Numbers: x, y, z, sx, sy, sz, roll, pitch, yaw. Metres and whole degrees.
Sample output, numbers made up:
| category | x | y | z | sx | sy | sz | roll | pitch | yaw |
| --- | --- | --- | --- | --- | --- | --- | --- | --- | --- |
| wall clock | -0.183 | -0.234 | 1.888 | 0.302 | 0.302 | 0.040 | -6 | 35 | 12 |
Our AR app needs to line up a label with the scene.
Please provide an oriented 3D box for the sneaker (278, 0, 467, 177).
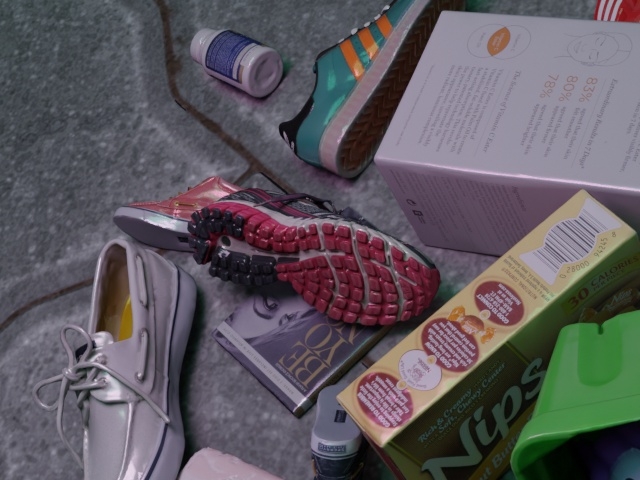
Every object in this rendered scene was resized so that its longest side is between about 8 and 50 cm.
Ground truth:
| category | x | y | z | sx | sy | sz | roll | pitch | yaw |
| --- | --- | --- | --- | --- | --- | --- | --- | --- | --- |
| sneaker | 0.060 | -0.220 | 1.880 | 0.121 | 0.108 | 0.302 | 26 | 72 | 32 |

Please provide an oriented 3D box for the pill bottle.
| category | x | y | z | sx | sy | sz | roll | pitch | yaw |
| --- | --- | --- | --- | --- | --- | --- | --- | --- | --- |
| pill bottle | -0.110 | -0.233 | 1.999 | 0.120 | 0.067 | 0.067 | 28 | 72 | 37 |

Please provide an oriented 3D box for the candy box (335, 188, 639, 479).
| category | x | y | z | sx | sy | sz | roll | pitch | yaw |
| --- | --- | --- | --- | --- | --- | --- | --- | --- | --- |
| candy box | 0.186 | 0.118 | 1.522 | 0.316 | 0.183 | 0.087 | -39 | 48 | -5 |

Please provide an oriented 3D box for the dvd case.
| category | x | y | z | sx | sy | sz | roll | pitch | yaw |
| --- | --- | --- | --- | --- | --- | --- | --- | --- | --- |
| dvd case | 0.003 | 0.076 | 1.751 | 0.221 | 0.018 | 0.164 | -43 | 50 | -8 |

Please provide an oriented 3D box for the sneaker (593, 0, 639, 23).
| category | x | y | z | sx | sy | sz | roll | pitch | yaw |
| --- | --- | --- | --- | --- | --- | --- | --- | --- | --- |
| sneaker | 0.405 | -0.305 | 1.792 | 0.221 | 0.087 | 0.128 | -40 | 50 | -7 |

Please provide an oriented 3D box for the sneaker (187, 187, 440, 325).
| category | x | y | z | sx | sy | sz | roll | pitch | yaw |
| --- | --- | --- | --- | --- | --- | --- | --- | --- | --- |
| sneaker | 0.000 | 0.000 | 1.726 | 0.299 | 0.121 | 0.112 | 19 | 34 | 27 |

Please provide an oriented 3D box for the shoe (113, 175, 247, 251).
| category | x | y | z | sx | sy | sz | roll | pitch | yaw |
| --- | --- | --- | --- | --- | --- | --- | --- | --- | --- |
| shoe | -0.160 | -0.035 | 1.885 | 0.178 | 0.063 | 0.081 | 10 | 60 | 25 |

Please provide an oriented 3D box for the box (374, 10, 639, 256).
| category | x | y | z | sx | sy | sz | roll | pitch | yaw |
| --- | --- | --- | --- | --- | --- | --- | --- | --- | --- |
| box | 0.269 | -0.104 | 1.655 | 0.345 | 0.168 | 0.215 | 9 | 61 | 31 |

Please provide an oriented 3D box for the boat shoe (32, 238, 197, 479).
| category | x | y | z | sx | sy | sz | roll | pitch | yaw |
| --- | --- | --- | --- | --- | --- | --- | --- | --- | --- |
| boat shoe | -0.232 | 0.146 | 1.697 | 0.136 | 0.156 | 0.367 | -24 | 43 | 35 |

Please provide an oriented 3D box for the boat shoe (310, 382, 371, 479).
| category | x | y | z | sx | sy | sz | roll | pitch | yaw |
| --- | --- | --- | --- | --- | --- | --- | --- | --- | --- |
| boat shoe | 0.021 | 0.210 | 1.596 | 0.065 | 0.083 | 0.183 | 6 | 16 | 10 |

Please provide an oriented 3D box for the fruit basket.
| category | x | y | z | sx | sy | sz | roll | pitch | yaw |
| --- | --- | --- | --- | --- | --- | --- | --- | --- | --- |
| fruit basket | 0.328 | 0.268 | 1.223 | 0.283 | 0.392 | 0.392 | -13 | 52 | 17 |

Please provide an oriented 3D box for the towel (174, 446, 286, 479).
| category | x | y | z | sx | sy | sz | roll | pitch | yaw |
| --- | --- | --- | --- | --- | --- | --- | --- | --- | --- |
| towel | -0.072 | 0.389 | 1.535 | 0.332 | 0.053 | 0.317 | 18 | 66 | 34 |
